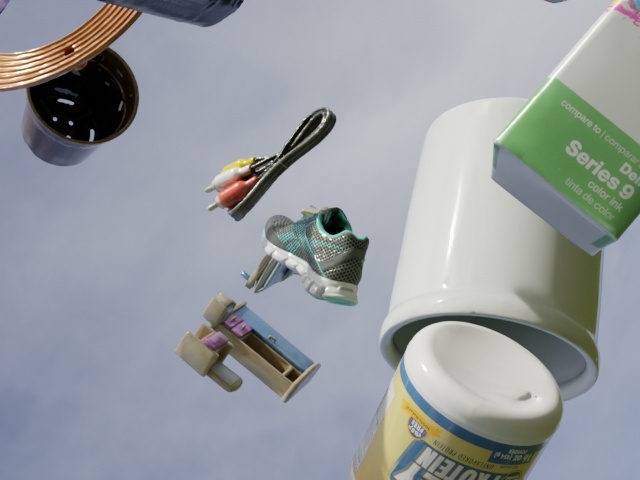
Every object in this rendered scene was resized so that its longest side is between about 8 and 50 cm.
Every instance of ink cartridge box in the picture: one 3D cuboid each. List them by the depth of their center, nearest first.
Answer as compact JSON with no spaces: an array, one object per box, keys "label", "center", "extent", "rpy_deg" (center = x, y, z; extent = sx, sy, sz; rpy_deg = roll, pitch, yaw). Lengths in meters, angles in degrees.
[{"label":"ink cartridge box","center":[0.203,-0.101,0.641],"extent":[0.212,0.093,0.154],"rpy_deg":[-51,-10,2]}]

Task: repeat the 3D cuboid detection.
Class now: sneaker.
[{"label":"sneaker","center":[0.000,0.000,1.024],"extent":[0.065,0.166,0.076],"rpy_deg":[13,-75,-34]}]

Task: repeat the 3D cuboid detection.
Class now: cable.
[{"label":"cable","center":[-0.096,-0.137,1.911],"extent":[0.072,0.287,0.139],"rpy_deg":[38,-148,-25]}]

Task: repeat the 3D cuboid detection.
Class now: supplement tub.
[{"label":"supplement tub","center":[0.110,0.188,0.947],"extent":[0.144,0.144,0.200],"rpy_deg":[-11,-49,-48]}]

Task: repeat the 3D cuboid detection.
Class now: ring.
[{"label":"ring","center":[-0.344,-0.312,1.379],"extent":[0.337,0.336,0.032],"rpy_deg":[-61,-34,-23]}]

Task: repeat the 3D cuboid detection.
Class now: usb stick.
[{"label":"usb stick","center":[-0.155,-0.264,1.122],"extent":[0.045,0.077,0.278],"rpy_deg":[61,-163,3]}]

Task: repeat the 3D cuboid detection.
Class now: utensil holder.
[{"label":"utensil holder","center":[0.280,0.018,1.674],"extent":[0.327,0.327,0.386],"rpy_deg":[42,-131,-43]}]

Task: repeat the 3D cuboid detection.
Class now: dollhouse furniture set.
[{"label":"dollhouse furniture set","center":[-0.051,0.111,1.899],"extent":[0.303,0.198,0.286],"rpy_deg":[-55,-9,18]}]

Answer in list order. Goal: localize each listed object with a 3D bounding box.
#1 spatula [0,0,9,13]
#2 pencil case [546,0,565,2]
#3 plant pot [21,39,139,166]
[{"label":"spatula","center":[-0.317,-0.118,0.886],"extent":[0.030,0.084,0.296],"rpy_deg":[65,-154,-56]},{"label":"pencil case","center":[0.290,-0.303,0.897],"extent":[0.124,0.284,0.124],"rpy_deg":[16,-114,-40]},{"label":"plant pot","center":[-0.377,-0.197,1.626],"extent":[0.167,0.165,0.167],"rpy_deg":[7,-108,-24]}]
